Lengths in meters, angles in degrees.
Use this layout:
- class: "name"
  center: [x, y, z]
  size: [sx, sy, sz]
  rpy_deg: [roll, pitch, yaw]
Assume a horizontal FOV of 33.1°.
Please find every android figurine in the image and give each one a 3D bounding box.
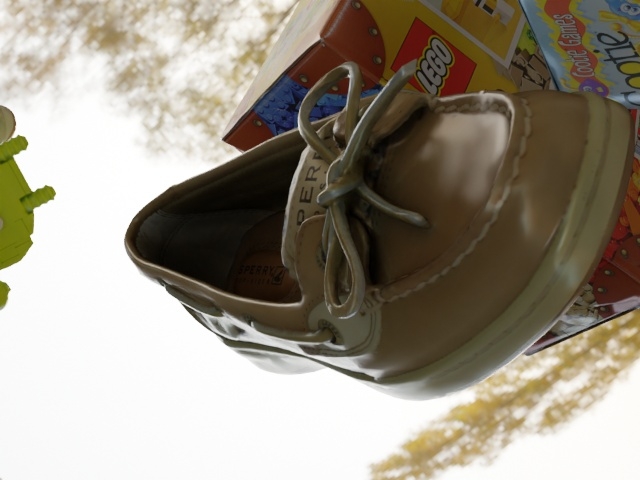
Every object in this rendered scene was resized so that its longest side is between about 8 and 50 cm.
- class: "android figurine"
  center: [-0.421, -0.020, 1.147]
  size: [0.248, 0.273, 0.056]
  rpy_deg: [67, 170, -18]

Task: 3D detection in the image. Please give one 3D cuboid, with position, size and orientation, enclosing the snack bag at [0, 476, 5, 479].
- class: "snack bag"
  center: [-0.361, 0.322, 1.054]
  size: [0.323, 0.037, 0.342]
  rpy_deg: [36, -171, 19]

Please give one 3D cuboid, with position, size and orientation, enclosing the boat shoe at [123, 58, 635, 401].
- class: "boat shoe"
  center: [0.000, 0.000, 0.416]
  size: [0.089, 0.285, 0.104]
  rpy_deg: [28, -113, -20]

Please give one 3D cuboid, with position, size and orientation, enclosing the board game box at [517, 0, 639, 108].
- class: "board game box"
  center: [0.255, -0.245, 0.773]
  size: [0.144, 0.142, 0.275]
  rpy_deg: [49, -126, -50]

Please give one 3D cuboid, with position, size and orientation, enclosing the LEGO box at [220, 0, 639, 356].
- class: "LEGO box"
  center: [0.185, -0.201, 1.071]
  size: [0.372, 0.193, 0.500]
  rpy_deg: [35, -126, -14]

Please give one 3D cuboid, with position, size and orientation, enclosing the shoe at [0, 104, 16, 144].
- class: "shoe"
  center: [-0.491, -0.119, 1.355]
  size: [0.058, 0.219, 0.076]
  rpy_deg: [168, 82, -84]
